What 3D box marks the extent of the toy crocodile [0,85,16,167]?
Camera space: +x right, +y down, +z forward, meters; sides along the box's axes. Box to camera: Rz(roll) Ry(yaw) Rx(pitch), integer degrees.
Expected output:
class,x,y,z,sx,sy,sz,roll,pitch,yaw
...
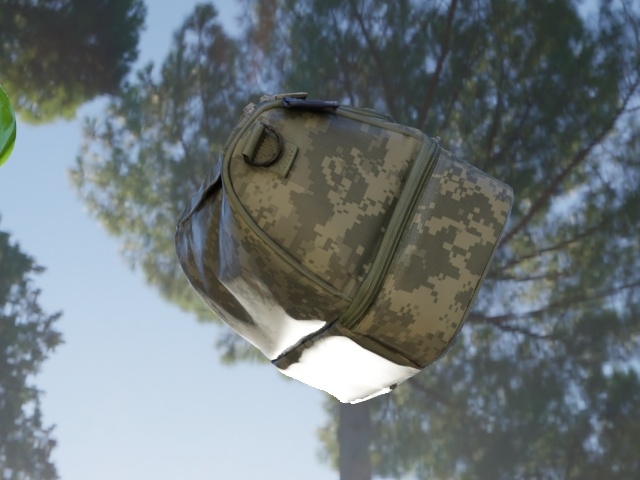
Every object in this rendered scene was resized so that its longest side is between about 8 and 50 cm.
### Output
class,x,y,z,sx,sy,sz,roll,pitch,yaw
toy crocodile,-0.198,-0.091,0.465,0.105,0.115,0.341,11,-56,9

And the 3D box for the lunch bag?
class,x,y,z,sx,sy,sz,roll,pitch,yaw
lunch bag,0.000,0.000,1.120,0.256,0.213,0.305,27,-20,-9
